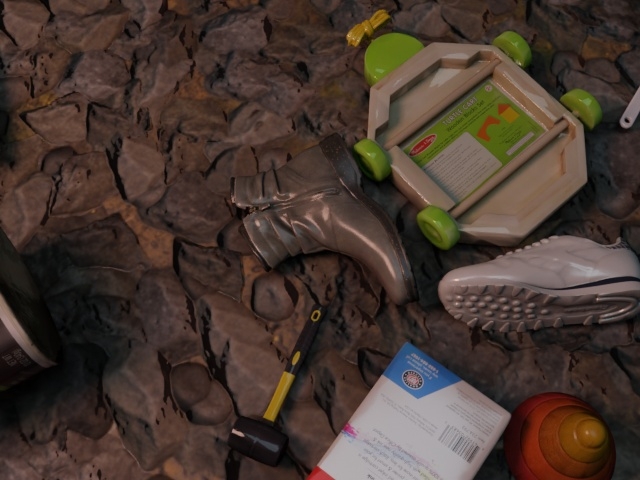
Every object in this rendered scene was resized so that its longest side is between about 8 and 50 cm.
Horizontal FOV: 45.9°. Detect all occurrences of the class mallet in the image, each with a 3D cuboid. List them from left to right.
[{"bbox_3d":[-0.046,0.153,0.843,0.062,0.039,0.189,14,64,9],"label":"mallet"}]

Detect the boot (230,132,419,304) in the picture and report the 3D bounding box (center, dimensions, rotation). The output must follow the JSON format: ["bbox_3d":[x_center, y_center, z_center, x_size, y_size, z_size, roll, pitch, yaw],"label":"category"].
[{"bbox_3d":[0.000,0.000,0.889,0.161,0.083,0.246,-28,64,-3],"label":"boot"}]

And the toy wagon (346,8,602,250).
[{"bbox_3d":[0.167,-0.155,0.947,0.267,0.068,0.344,-38,71,-14],"label":"toy wagon"}]

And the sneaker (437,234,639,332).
[{"bbox_3d":[0.248,0.043,0.864,0.235,0.090,0.095,0,55,-3],"label":"sneaker"}]

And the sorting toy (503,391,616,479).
[{"bbox_3d":[0.188,0.296,0.729,0.127,0.126,0.365,33,71,13],"label":"sorting toy"}]

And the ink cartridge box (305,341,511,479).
[{"bbox_3d":[0.076,0.240,0.778,0.134,0.078,0.231,35,72,14],"label":"ink cartridge box"}]

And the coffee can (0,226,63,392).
[{"bbox_3d":[-0.440,0.105,0.774,0.275,0.201,0.201,-28,70,-10],"label":"coffee can"}]

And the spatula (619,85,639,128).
[{"bbox_3d":[0.496,-0.206,0.992,0.168,0.019,0.242,33,72,7],"label":"spatula"}]
